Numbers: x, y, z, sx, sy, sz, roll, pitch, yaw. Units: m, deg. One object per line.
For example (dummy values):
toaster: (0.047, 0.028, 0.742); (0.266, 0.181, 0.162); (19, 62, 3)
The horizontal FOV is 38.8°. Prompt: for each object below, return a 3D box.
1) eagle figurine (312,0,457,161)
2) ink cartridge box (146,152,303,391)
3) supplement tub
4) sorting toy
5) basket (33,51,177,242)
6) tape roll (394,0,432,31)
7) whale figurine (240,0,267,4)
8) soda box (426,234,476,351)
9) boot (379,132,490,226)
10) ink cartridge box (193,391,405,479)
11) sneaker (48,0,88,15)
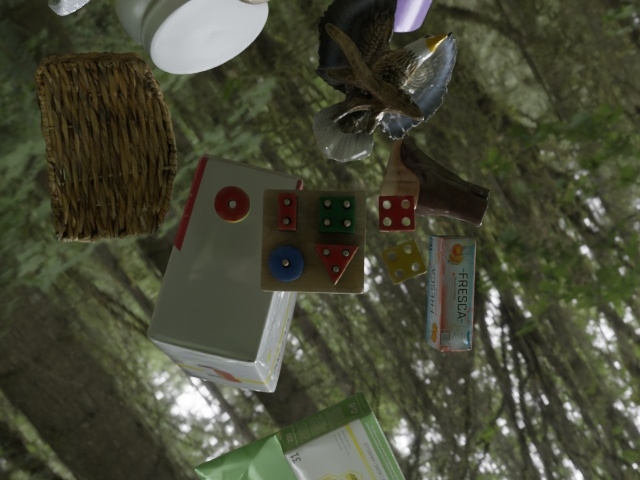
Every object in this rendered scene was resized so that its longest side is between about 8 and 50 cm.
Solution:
eagle figurine: (0.105, -0.267, 1.416); (0.225, 0.226, 0.298); (-2, -154, 7)
ink cartridge box: (-0.126, 0.071, 1.424); (0.384, 0.160, 0.279); (89, 14, -75)
supplement tub: (-0.241, -0.452, 1.433); (0.235, 0.325, 0.235); (-26, 162, -9)
sorting toy: (0.000, 0.000, 1.150); (0.275, 0.132, 0.046); (2, 176, 1)
basket: (-0.357, -0.166, 1.532); (0.213, 0.299, 0.223); (-7, -165, -14)
tape roll: (0.129, -0.496, 1.787); (0.189, 0.189, 0.080); (-53, 170, -48)
whale figurine: (-0.139, -0.431, 1.160); (0.141, 0.272, 0.216); (-47, -173, 4)
soda box: (0.209, 0.084, 1.458); (0.058, 0.183, 0.063); (1, -174, -15)
boot: (0.229, -0.117, 1.790); (0.207, 0.090, 0.248); (16, -145, 2)
ink cartridge box: (-0.018, 0.311, 1.151); (0.235, 0.171, 0.056); (-25, -152, -1)
sneaker: (-0.470, -0.601, 1.638); (0.137, 0.210, 0.366); (-43, 168, -49)
